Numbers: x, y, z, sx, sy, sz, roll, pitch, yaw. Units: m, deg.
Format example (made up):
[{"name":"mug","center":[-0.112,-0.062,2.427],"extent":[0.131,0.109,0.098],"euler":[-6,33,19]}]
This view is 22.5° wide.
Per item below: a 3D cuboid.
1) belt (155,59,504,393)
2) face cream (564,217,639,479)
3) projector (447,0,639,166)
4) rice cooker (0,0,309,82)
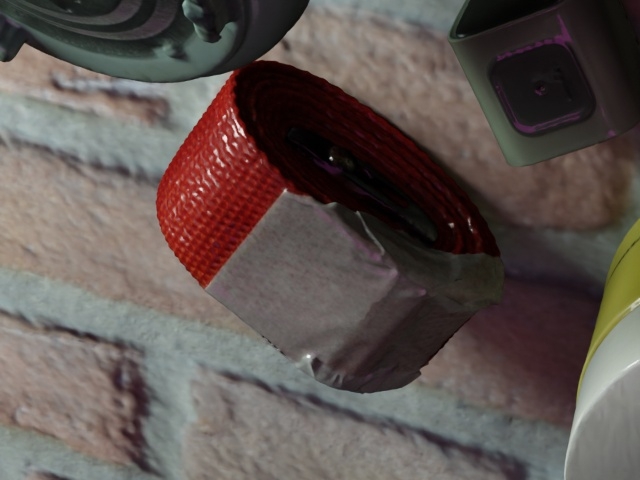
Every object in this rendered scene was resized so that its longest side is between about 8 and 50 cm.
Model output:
[{"name":"belt","center":[0.000,0.000,0.951],"extent":[0.201,0.128,0.124],"euler":[38,125,-3]},{"name":"face cream","center":[0.254,0.088,0.890],"extent":[0.218,0.179,0.218],"euler":[8,123,13]},{"name":"projector","center":[0.126,-0.100,0.875],"extent":[0.083,0.083,0.082],"euler":[-18,114,26]},{"name":"rice cooker","center":[-0.074,-0.239,0.737],"extent":[0.264,0.316,0.317],"euler":[18,125,21]}]
